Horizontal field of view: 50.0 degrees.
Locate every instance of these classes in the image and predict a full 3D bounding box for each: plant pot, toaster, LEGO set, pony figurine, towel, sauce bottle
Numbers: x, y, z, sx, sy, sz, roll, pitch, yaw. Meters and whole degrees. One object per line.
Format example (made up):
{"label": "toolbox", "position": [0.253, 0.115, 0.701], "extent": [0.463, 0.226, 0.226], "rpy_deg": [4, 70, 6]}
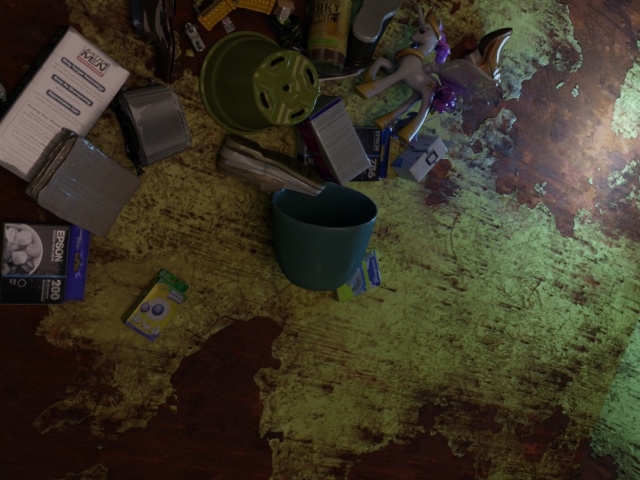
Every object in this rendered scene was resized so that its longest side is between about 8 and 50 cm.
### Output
{"label": "plant pot", "position": [-0.140, -0.395, 1.755], "extent": [0.276, 0.254, 0.276], "rpy_deg": [-9, 108, -27]}
{"label": "toaster", "position": [-0.416, -0.283, 1.703], "extent": [0.146, 0.129, 0.227], "rpy_deg": [-25, 114, -24]}
{"label": "LEGO set", "position": [-0.217, -0.596, 1.734], "extent": [0.287, 0.107, 0.132], "rpy_deg": [-24, 142, -8]}
{"label": "pony figurine", "position": [0.308, -0.456, 1.997], "extent": [0.351, 0.303, 0.363], "rpy_deg": [44, 80, -13]}
{"label": "towel", "position": [-0.554, -0.127, 1.642], "extent": [0.187, 0.049, 0.282], "rpy_deg": [-56, 153, -4]}
{"label": "plant pot", "position": [0.000, 0.000, 1.937], "extent": [0.293, 0.293, 0.235], "rpy_deg": [-9, 122, -28]}
{"label": "sauce bottle", "position": [0.028, -0.630, 1.851], "extent": [0.111, 0.111, 0.344], "rpy_deg": [8, 84, -31]}

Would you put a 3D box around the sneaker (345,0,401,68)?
{"label": "sneaker", "position": [0.137, -0.602, 1.946], "extent": [0.105, 0.147, 0.295], "rpy_deg": [28, 51, -1]}

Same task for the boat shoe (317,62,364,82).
{"label": "boat shoe", "position": [0.031, -0.488, 1.934], "extent": [0.206, 0.075, 0.065], "rpy_deg": [-17, 114, -20]}

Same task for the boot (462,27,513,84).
{"label": "boot", "position": [0.558, -0.580, 2.214], "extent": [0.197, 0.073, 0.152], "rpy_deg": [-35, 118, -3]}

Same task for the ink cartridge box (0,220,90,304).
{"label": "ink cartridge box", "position": [-0.677, 0.057, 1.697], "extent": [0.208, 0.045, 0.206], "rpy_deg": [2, 102, -31]}

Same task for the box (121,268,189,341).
{"label": "box", "position": [-0.442, 0.174, 1.865], "extent": [0.105, 0.043, 0.179], "rpy_deg": [41, 80, -32]}

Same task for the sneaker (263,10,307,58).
{"label": "sneaker", "position": [-0.082, -0.560, 1.845], "extent": [0.067, 0.078, 0.188], "rpy_deg": [-47, 123, -12]}

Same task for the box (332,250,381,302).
{"label": "box", "position": [0.117, 0.113, 2.168], "extent": [0.178, 0.042, 0.109], "rpy_deg": [-22, 114, -22]}

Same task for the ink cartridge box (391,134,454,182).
{"label": "ink cartridge box", "position": [0.318, -0.270, 2.141], "extent": [0.180, 0.104, 0.060], "rpy_deg": [-48, 120, -11]}

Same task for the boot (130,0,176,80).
{"label": "boot", "position": [-0.412, -0.508, 1.690], "extent": [0.106, 0.082, 0.219], "rpy_deg": [3, 108, -8]}

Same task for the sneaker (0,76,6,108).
{"label": "sneaker", "position": [-0.833, -0.336, 1.481], "extent": [0.283, 0.110, 0.122], "rpy_deg": [-6, 76, -19]}

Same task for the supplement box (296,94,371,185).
{"label": "supplement box", "position": [0.032, -0.277, 1.899], "extent": [0.114, 0.111, 0.220], "rpy_deg": [-37, 117, -16]}

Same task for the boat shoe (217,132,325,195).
{"label": "boat shoe", "position": [-0.136, -0.187, 1.891], "extent": [0.302, 0.113, 0.103], "rpy_deg": [25, 112, -12]}

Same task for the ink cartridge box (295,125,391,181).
{"label": "ink cartridge box", "position": [0.084, -0.258, 2.035], "extent": [0.333, 0.065, 0.165], "rpy_deg": [-5, 105, -30]}

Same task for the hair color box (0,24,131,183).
{"label": "hair color box", "position": [-0.619, -0.305, 1.592], "extent": [0.174, 0.105, 0.347], "rpy_deg": [38, 84, -35]}
